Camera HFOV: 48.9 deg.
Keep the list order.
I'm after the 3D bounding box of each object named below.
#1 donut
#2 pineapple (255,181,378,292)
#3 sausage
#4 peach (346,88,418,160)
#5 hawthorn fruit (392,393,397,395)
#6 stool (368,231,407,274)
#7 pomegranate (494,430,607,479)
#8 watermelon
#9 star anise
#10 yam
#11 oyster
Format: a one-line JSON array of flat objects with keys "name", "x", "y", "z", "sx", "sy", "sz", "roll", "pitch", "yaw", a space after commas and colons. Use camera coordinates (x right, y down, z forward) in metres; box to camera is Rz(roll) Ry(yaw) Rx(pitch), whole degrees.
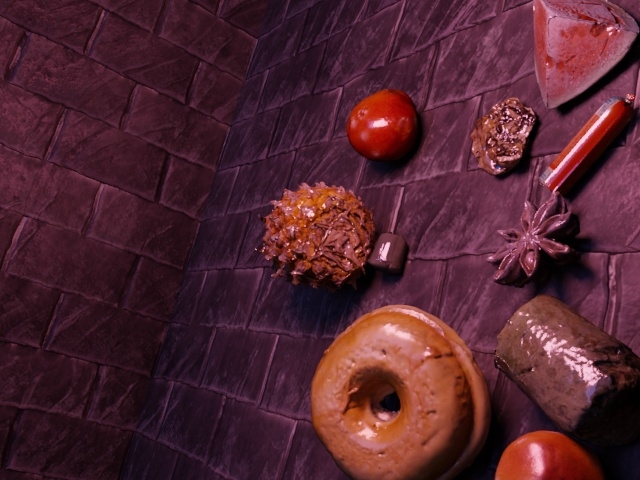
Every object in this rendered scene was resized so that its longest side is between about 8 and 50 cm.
[{"name": "donut", "x": 0.173, "y": 0.369, "z": 1.597, "sx": 0.449, "sy": 0.198, "sz": 0.448, "roll": -3, "pitch": 85, "yaw": 34}, {"name": "pineapple", "x": -0.002, "y": -0.002, "z": 2.093, "sx": 0.352, "sy": 0.353, "sz": 0.300, "roll": -68, "pitch": 22, "yaw": -2}, {"name": "sausage", "x": 0.593, "y": -0.213, "z": 1.546, "sx": 0.264, "sy": 0.083, "sz": 0.083, "roll": -53, "pitch": 33, "yaw": 20}, {"name": "peach", "x": 0.198, "y": -0.349, "z": 2.134, "sx": 0.243, "sy": 0.199, "sz": 0.243, "roll": -33, "pitch": 36, "yaw": 28}, {"name": "hawthorn fruit", "x": 0.175, "y": 0.337, "z": 1.803, "sx": 0.149, "sy": 0.149, "sz": 0.189, "roll": -37, "pitch": 81, "yaw": 40}, {"name": "stool", "x": 0.194, "y": 0.038, "z": 1.988, "sx": 0.096, "sy": 0.096, "sz": 0.110, "roll": -2, "pitch": 65, "yaw": 57}, {"name": "pomegranate", "x": 0.411, "y": 0.448, "z": 1.262, "sx": 0.209, "sy": 0.209, "sz": 0.209, "roll": -36, "pitch": 42, "yaw": 41}, {"name": "watermelon", "x": 0.565, "y": -0.460, "z": 1.634, "sx": 0.261, "sy": 0.201, "sz": 0.212, "roll": -49, "pitch": 27, "yaw": 35}, {"name": "star anise", "x": 0.479, "y": 0.017, "z": 1.544, "sx": 0.223, "sy": 0.109, "sz": 0.236, "roll": -44, "pitch": 19, "yaw": 21}, {"name": "yam", "x": 0.473, "y": 0.244, "z": 1.322, "sx": 0.195, "sy": 0.195, "sz": 0.300, "roll": -61, "pitch": 30, "yaw": 10}, {"name": "oyster", "x": 0.450, "y": -0.265, "z": 1.805, "sx": 0.223, "sy": 0.083, "sz": 0.214, "roll": -18, "pitch": 53, "yaw": 60}]
